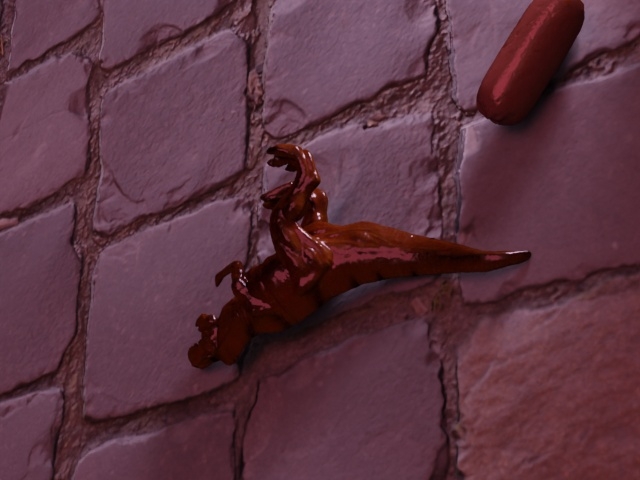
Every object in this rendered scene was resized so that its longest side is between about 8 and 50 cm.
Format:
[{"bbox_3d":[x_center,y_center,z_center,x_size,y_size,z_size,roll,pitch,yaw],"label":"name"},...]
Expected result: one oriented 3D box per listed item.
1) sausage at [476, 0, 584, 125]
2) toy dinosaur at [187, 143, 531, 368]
[{"bbox_3d":[0.215,-0.187,1.402,0.062,0.062,0.154,30,87,45],"label":"sausage"},{"bbox_3d":[0.000,0.000,1.457,0.432,0.097,0.208,-26,66,31],"label":"toy dinosaur"}]
